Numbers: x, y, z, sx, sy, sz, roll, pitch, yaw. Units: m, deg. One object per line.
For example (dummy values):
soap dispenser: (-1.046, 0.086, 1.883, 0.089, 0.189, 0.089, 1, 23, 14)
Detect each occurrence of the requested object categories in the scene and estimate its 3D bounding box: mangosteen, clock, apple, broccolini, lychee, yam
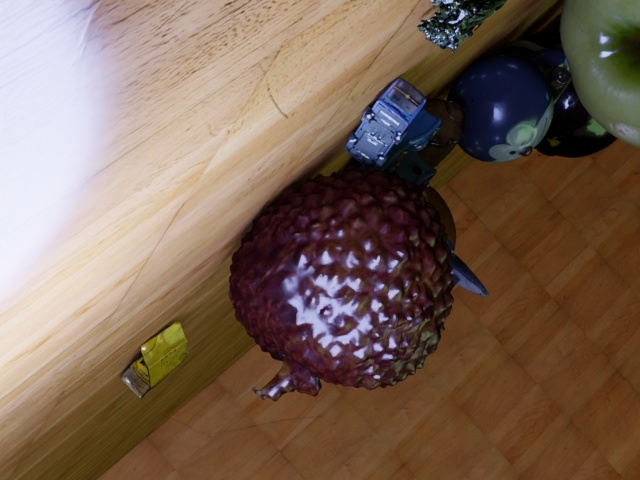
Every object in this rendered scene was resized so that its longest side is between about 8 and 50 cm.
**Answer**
mangosteen: (0.401, -0.261, 2.176, 0.265, 0.228, 0.228, -68, 166, 19)
clock: (0.267, -0.198, 1.972, 0.199, 0.146, 0.243, -50, 177, 26)
apple: (0.504, -0.287, 1.819, 0.357, 0.357, 0.357, -42, 176, -4)
broccolini: (0.190, -0.260, 1.214, 0.271, 0.062, 0.123, -38, -167, 24)
lychee: (0.023, 0.059, 1.562, 0.300, 0.264, 0.264, -59, 175, 2)
yam: (0.148, -0.144, 1.897, 0.079, 0.079, 0.141, -41, 175, -16)

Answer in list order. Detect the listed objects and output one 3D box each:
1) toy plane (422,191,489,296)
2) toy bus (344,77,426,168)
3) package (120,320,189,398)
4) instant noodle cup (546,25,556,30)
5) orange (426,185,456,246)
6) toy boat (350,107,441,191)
toy plane: (0.145, 0.005, 2.058, 0.212, 0.267, 0.088, -45, 180, 39)
toy bus: (0.071, -0.129, 1.541, 0.061, 0.051, 0.153, -54, 180, -24)
package: (-0.215, 0.160, 1.821, 0.071, 0.047, 0.131, -36, 175, -31)
instant noodle cup: (0.459, -0.319, 2.397, 0.212, 0.193, 0.193, -23, 162, -51)
orange: (0.121, -0.004, 2.260, 0.206, 0.206, 0.206, -42, 176, -4)
toy boat: (0.100, -0.096, 1.802, 0.100, 0.097, 0.223, -36, 173, -29)
